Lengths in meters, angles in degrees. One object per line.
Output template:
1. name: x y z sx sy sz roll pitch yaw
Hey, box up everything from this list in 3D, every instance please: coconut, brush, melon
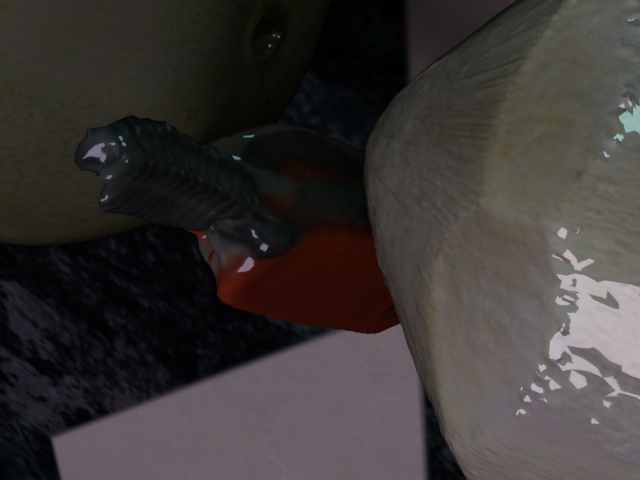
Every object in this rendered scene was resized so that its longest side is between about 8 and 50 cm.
1. coconut: 0.140 0.006 0.552 0.266 0.237 0.237 26 135 19
2. brush: 0.000 0.001 0.625 0.070 0.323 0.051 -28 71 20
3. melon: -0.153 -0.145 0.638 0.330 0.268 0.268 27 135 25
